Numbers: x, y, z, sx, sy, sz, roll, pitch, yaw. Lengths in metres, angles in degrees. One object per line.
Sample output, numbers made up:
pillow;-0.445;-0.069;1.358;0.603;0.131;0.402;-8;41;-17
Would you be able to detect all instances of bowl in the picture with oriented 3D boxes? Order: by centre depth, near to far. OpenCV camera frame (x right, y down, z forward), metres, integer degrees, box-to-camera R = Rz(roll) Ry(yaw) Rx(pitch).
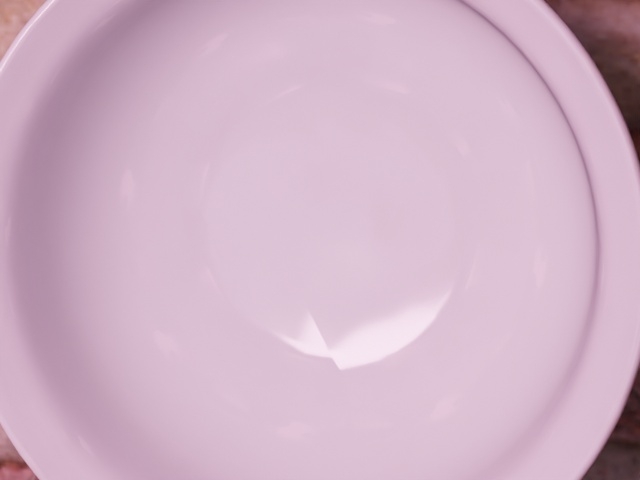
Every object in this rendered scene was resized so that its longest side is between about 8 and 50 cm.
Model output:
bowl;0.000;0.000;0.772;0.298;0.134;0.297;2;100;12
